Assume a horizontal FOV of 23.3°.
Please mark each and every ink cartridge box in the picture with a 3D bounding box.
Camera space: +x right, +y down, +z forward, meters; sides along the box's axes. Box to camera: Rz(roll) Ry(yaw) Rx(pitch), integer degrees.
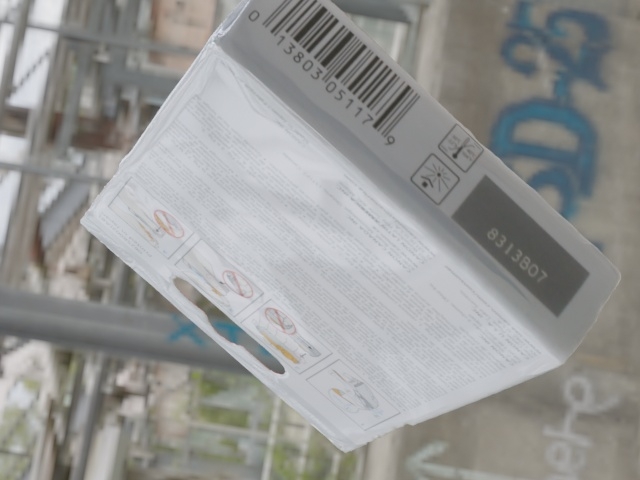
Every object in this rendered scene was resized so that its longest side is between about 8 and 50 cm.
[{"bbox_3d":[0.000,0.000,0.698,0.066,0.189,0.232,-50,5,-23],"label":"ink cartridge box"}]
